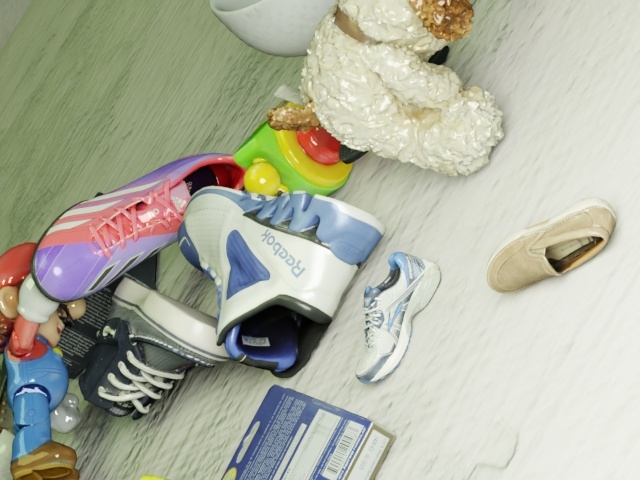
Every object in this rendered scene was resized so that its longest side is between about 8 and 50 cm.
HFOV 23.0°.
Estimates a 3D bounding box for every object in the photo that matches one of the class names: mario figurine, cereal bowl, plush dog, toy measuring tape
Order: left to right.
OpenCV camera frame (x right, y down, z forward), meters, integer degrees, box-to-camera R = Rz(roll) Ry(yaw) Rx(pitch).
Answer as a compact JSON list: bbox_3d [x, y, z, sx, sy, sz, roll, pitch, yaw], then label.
[{"bbox_3d":[-0.341,0.151,2.010,0.198,0.170,0.320,-29,64,40],"label":"mario figurine"},{"bbox_3d":[0.004,-0.130,1.838,0.121,0.121,0.330,-36,10,40],"label":"toy measuring tape"},{"bbox_3d":[0.038,-0.335,1.870,0.339,0.141,0.339,-32,26,18],"label":"cereal bowl"},{"bbox_3d":[0.062,-0.209,1.559,0.262,0.211,0.225,-126,43,-52],"label":"plush dog"}]

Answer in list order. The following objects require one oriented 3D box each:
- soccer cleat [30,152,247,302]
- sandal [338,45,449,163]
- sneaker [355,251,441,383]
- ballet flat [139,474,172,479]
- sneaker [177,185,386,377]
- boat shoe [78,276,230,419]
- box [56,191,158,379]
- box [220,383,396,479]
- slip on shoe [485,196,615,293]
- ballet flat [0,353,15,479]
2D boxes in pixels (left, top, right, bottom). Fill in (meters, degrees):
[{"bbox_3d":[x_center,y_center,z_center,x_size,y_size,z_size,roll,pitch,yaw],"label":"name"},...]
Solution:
[{"bbox_3d":[-0.222,-0.027,1.964,0.318,0.108,0.116,-33,9,-37],"label":"soccer cleat"},{"bbox_3d":[0.089,-0.147,1.742,0.179,0.040,0.067,-50,28,-15],"label":"sandal"},{"bbox_3d":[0.059,0.071,1.515,0.052,0.058,0.135,6,68,63],"label":"sneaker"},{"bbox_3d":[-0.233,0.309,1.770,0.231,0.077,0.077,-31,37,46],"label":"ballet flat"},{"bbox_3d":[-0.075,0.047,1.694,0.315,0.127,0.182,0,63,56],"label":"sneaker"},{"bbox_3d":[-0.194,0.145,1.850,0.158,0.127,0.340,-65,16,-4],"label":"boat shoe"},{"bbox_3d":[-0.324,0.063,2.183,0.207,0.108,0.153,-46,27,26],"label":"box"},{"bbox_3d":[-0.020,0.219,1.522,0.136,0.036,0.225,-62,26,-8],"label":"box"},{"bbox_3d":[0.194,0.013,1.343,0.135,0.051,0.041,-31,33,32],"label":"slip on shoe"},{"bbox_3d":[-0.428,0.260,2.160,0.096,0.095,0.280,-12,61,27],"label":"ballet flat"}]
